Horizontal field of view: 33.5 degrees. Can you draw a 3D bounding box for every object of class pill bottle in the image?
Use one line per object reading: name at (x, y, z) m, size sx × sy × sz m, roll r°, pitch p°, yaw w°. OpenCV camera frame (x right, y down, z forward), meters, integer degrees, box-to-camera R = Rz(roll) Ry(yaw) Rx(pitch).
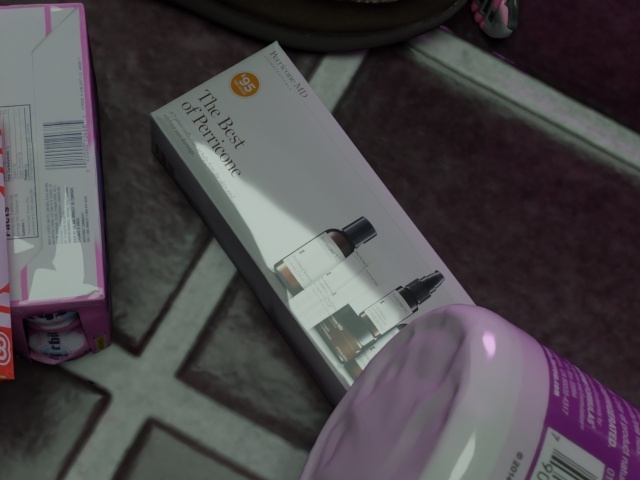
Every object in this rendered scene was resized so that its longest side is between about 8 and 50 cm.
pill bottle at (0.146, 0.175, 0.540) m, size 0.301 × 0.169 × 0.169 m, roll 34°, pitch 69°, yaw -13°

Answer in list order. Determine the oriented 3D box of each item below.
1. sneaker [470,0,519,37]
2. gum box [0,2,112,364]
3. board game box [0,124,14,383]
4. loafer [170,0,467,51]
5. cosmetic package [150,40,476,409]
sneaker at (0.135, -0.198, 0.757) m, size 0.057 × 0.047 × 0.119 m, roll 3°, pitch 71°, yaw -19°
gum box at (-0.158, -0.028, 0.619) m, size 0.062 × 0.107 × 0.188 m, roll -5°, pitch 71°, yaw -9°
board game box at (-0.249, 0.022, 0.563) m, size 0.193 × 0.045 × 0.147 m, roll -18°, pitch 70°, yaw 28°
loafer at (-0.065, -0.221, 0.688) m, size 0.366 × 0.130 × 0.134 m, roll 9°, pitch 70°, yaw -5°
cosmetic package at (0.000, 0.000, 0.656) m, size 0.099 × 0.060 × 0.239 m, roll -33°, pitch 78°, yaw -18°
